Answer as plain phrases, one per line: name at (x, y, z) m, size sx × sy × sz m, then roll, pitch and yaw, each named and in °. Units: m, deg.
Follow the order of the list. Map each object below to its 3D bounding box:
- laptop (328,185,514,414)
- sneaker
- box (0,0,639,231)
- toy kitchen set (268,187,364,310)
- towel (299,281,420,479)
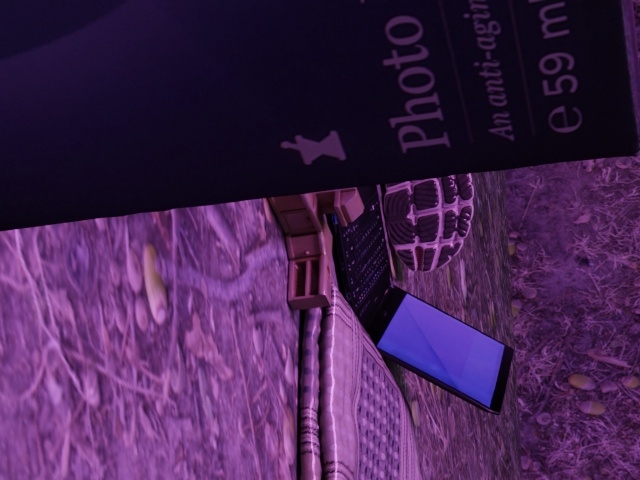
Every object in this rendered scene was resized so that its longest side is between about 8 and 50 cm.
laptop at (0.107, 0.028, 1.412) m, size 0.234 × 0.136 × 0.264 m, roll -46°, pitch 127°, yaw -74°
sneaker at (0.126, -0.098, 1.659) m, size 0.118 × 0.107 × 0.279 m, roll 52°, pitch 34°, yaw -83°
box at (-0.075, -0.165, 0.376) m, size 0.183 × 0.294 × 0.296 m, roll -80°, pitch 158°, yaw -47°
toy kitchen set at (0.000, 0.000, 1.113) m, size 0.083 × 0.068 × 0.075 m, roll 66°, pitch 21°, yaw -51°
towel at (0.046, 0.237, 1.207) m, size 0.312 × 0.056 × 0.324 m, roll 62°, pitch 24°, yaw -57°
